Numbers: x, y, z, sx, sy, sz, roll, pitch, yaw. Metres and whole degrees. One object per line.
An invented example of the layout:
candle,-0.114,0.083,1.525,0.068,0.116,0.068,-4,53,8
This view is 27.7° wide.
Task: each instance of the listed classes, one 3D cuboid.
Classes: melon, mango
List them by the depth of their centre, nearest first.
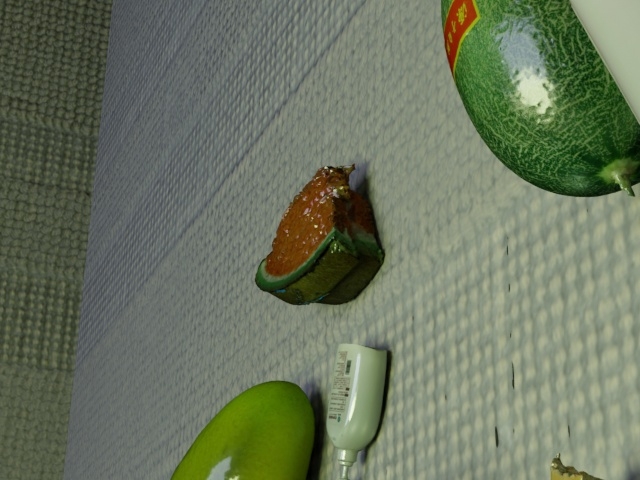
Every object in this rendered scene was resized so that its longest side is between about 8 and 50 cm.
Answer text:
melon,0.181,-0.145,0.941,0.182,0.182,0.287,122,149,-44
mango,-0.097,0.295,1.492,0.185,0.149,0.273,-89,23,-61

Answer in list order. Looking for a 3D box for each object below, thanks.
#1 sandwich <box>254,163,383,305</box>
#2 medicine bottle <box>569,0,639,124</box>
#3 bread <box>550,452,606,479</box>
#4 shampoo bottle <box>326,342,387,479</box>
sandwich,0.000,0.011,1.505,0.235,0.079,0.159,-43,31,53
medicine bottle,0.219,-0.143,0.681,0.293,0.170,0.170,60,151,5
bread,0.185,0.241,0.863,0.134,0.085,0.173,-167,88,-70
shampoo bottle,0.034,0.184,1.352,0.077,0.045,0.151,166,115,-66
